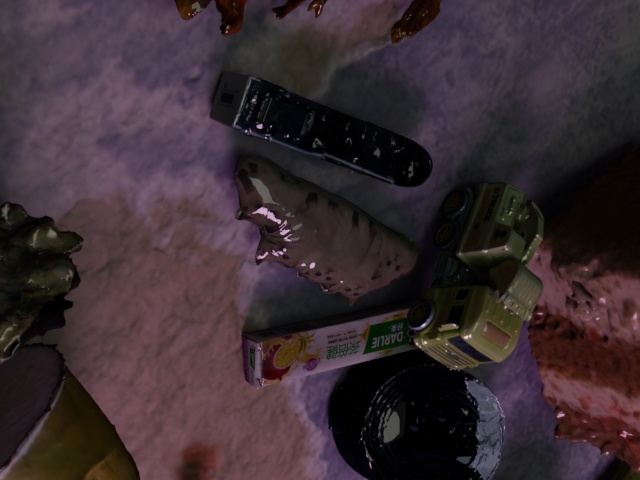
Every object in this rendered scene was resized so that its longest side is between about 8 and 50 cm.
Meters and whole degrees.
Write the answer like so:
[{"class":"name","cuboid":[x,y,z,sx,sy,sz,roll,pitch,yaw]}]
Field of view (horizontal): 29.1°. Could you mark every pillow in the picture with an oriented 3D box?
[{"class":"pillow","cuboid":[0.001,0.001,1.174,0.241,0.051,0.093,27,89,-37]}]

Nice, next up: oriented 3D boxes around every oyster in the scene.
[{"class":"oyster","cuboid":[-0.313,0.040,0.922,0.260,0.198,0.092,-8,124,11]}]

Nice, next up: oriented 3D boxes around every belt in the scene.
[{"class":"belt","cuboid":[0.106,0.193,1.280,0.198,0.078,0.151,28,84,-32]}]

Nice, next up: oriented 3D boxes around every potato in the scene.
[{"class":"potato","cuboid":[-0.271,0.248,0.960,0.300,0.246,0.196,-37,112,-15]}]

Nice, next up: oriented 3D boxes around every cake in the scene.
[{"class":"cake","cuboid":[0.380,0.076,1.296,0.282,0.256,0.290,-35,119,-29]}]

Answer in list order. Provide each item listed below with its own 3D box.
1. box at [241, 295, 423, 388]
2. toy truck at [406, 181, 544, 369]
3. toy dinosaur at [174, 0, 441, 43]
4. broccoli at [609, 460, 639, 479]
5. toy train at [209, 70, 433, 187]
[{"class":"box","cuboid":[0.020,0.100,1.221,0.207,0.041,0.049,-10,105,-30]},{"class":"toy truck","cuboid":[0.171,0.030,1.226,0.085,0.116,0.191,36,62,-32]},{"class":"toy dinosaur","cuboid":[0.058,-0.292,1.104,0.432,0.097,0.208,-46,113,-17]},{"class":"broccoli","cuboid":[0.425,0.268,1.482,0.304,0.145,0.165,-38,117,-3]},{"class":"toy train","cuboid":[0.008,-0.098,1.151,0.234,0.051,0.052,16,95,-38]}]
